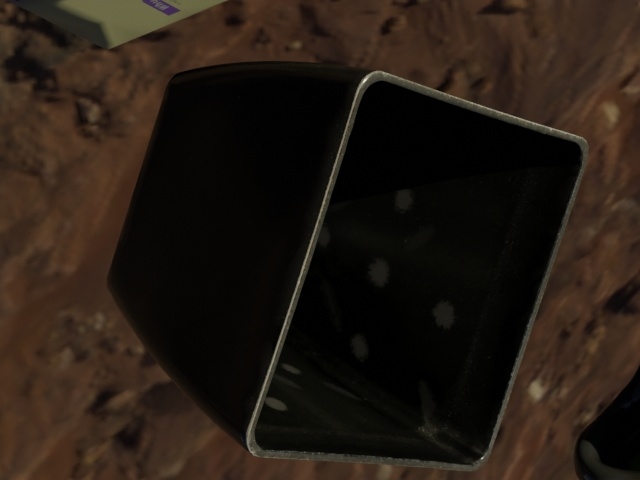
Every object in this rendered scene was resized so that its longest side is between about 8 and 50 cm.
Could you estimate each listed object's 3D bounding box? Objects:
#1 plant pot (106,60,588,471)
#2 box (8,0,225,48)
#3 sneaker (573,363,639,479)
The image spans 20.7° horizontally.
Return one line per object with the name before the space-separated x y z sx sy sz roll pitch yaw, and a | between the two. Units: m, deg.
plant pot | 0.000 0.000 0.920 0.167 0.188 0.187 23 98 43
box | -0.140 -0.265 1.322 0.243 0.213 0.117 -18 68 29
sneaker | 0.273 0.052 0.983 0.147 0.130 0.330 30 108 -33
